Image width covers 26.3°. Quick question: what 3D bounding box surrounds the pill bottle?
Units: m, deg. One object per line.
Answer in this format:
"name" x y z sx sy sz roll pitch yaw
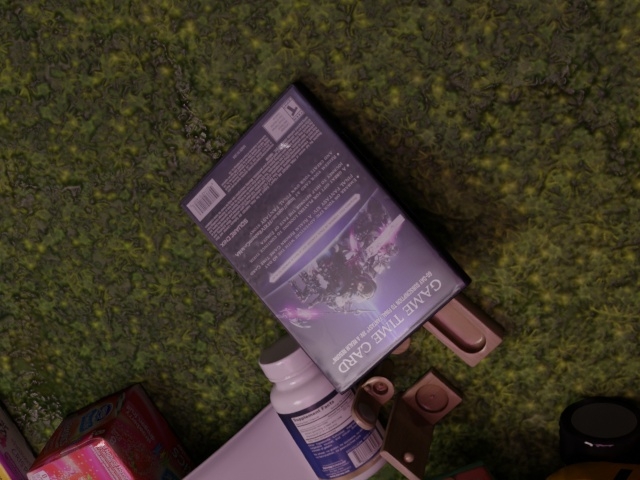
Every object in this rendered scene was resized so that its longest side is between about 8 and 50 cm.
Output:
"pill bottle" 0.002 0.185 1.526 0.094 0.094 0.169 -24 107 22

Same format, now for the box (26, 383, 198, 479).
"box" -0.210 0.318 1.617 0.123 0.128 0.257 -26 106 22

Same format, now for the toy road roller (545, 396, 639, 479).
"toy road roller" 0.382 0.315 1.419 0.330 0.240 0.202 2 115 12

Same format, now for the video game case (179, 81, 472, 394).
"video game case" 0.000 0.000 1.434 0.274 0.026 0.196 49 116 7

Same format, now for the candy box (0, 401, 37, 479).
"candy box" -0.476 0.286 1.693 0.233 0.071 0.159 -23 107 21

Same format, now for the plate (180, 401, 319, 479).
"plate" -0.067 0.355 1.570 0.278 0.277 0.045 58 157 -15

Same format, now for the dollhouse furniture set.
"dollhouse furniture set" 0.109 0.143 1.465 0.144 0.123 0.151 41 116 -8

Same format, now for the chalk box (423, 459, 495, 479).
"chalk box" 0.132 0.371 1.464 0.180 0.179 0.289 -16 132 -14
